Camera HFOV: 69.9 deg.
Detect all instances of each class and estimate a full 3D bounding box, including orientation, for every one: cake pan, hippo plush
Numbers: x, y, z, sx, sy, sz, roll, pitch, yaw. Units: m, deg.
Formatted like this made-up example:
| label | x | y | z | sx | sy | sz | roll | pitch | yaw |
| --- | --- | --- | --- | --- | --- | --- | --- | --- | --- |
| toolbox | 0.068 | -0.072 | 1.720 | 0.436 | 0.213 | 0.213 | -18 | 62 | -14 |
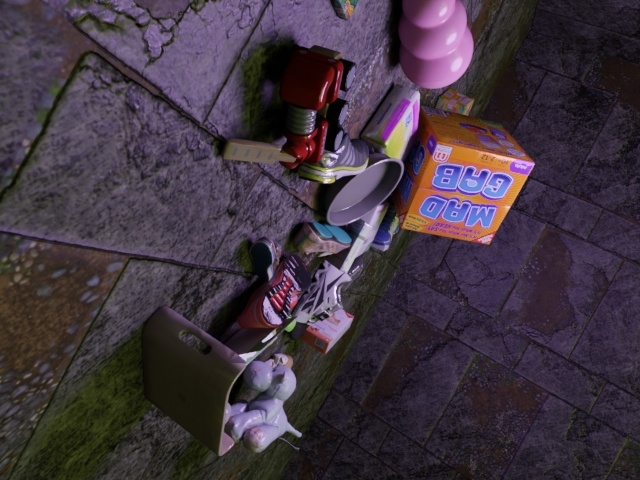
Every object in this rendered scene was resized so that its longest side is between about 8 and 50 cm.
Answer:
| label | x | y | z | sx | sy | sz | roll | pitch | yaw |
| --- | --- | --- | --- | --- | --- | --- | --- | --- | --- |
| cake pan | 0.127 | -0.161 | 1.428 | 0.293 | 0.054 | 0.293 | -31 | 158 | -14 |
| hippo plush | -0.172 | 0.523 | 1.478 | 0.234 | 0.295 | 0.236 | 4 | 104 | -89 |

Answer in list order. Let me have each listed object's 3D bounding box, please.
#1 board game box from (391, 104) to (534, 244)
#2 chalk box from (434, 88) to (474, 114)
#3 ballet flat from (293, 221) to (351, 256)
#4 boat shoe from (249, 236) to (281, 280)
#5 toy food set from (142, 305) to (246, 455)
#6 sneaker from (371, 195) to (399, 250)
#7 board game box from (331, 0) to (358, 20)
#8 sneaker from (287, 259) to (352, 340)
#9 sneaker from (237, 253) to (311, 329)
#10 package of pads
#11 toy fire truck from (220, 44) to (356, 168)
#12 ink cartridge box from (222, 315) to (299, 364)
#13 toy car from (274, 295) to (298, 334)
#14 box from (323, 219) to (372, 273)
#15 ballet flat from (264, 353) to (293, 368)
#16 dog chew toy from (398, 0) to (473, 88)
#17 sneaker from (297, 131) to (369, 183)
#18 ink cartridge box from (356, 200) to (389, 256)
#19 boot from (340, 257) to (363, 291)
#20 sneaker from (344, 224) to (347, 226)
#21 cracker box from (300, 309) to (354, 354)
| label | x | y | z | sx | sy | sz | roll | pitch | yaw |
| --- | --- | --- | --- | --- | --- | --- | --- | --- | --- |
| board game box | 0.501 | -0.254 | 1.741 | 0.356 | 0.357 | 0.356 | -92 | -165 | -54 |
| chalk box | 0.585 | -0.554 | 2.091 | 0.132 | 0.132 | 0.212 | -43 | 155 | -42 |
| ballet flat | 0.000 | 0.000 | 1.441 | 0.106 | 0.107 | 0.316 | -44 | 160 | 14 |
| boat shoe | -0.136 | 0.034 | 1.162 | 0.066 | 0.066 | 0.183 | -56 | 172 | -29 |
| toy food set | -0.259 | 0.297 | 0.960 | 0.092 | 0.220 | 0.305 | -39 | 152 | -47 |
| sneaker | 0.291 | -0.097 | 2.028 | 0.315 | 0.128 | 0.182 | -46 | 154 | -55 |
| board game box | 0.040 | -0.535 | 0.835 | 0.136 | 0.030 | 0.260 | -60 | 162 | 4 |
| sneaker | -0.001 | 0.246 | 1.701 | 0.330 | 0.146 | 0.122 | -60 | 163 | 3 |
| sneaker | -0.135 | 0.140 | 1.285 | 0.136 | 0.115 | 0.314 | -24 | -166 | 30 |
| package of pads | 0.236 | -0.335 | 1.533 | 0.229 | 0.101 | 0.296 | -57 | 161 | -12 |
| toy fire truck | -0.058 | -0.235 | 0.873 | 0.246 | 0.159 | 0.216 | -57 | 165 | -46 |
| ink cartridge box | -0.173 | 0.277 | 1.201 | 0.171 | 0.235 | 0.056 | -36 | 105 | -51 |
| toy car | -0.124 | 0.269 | 1.544 | 0.238 | 0.053 | 0.225 | -58 | 161 | -8 |
| box | 0.092 | 0.007 | 1.614 | 0.038 | 0.145 | 0.186 | 27 | 93 | -28 |
| ballet flat | -0.167 | 0.460 | 1.681 | 0.232 | 0.080 | 0.073 | -28 | 132 | -60 |
| dog chew toy | 0.302 | -0.566 | 1.236 | 0.206 | 0.207 | 0.332 | -59 | 154 | -7 |
| sneaker | 0.053 | -0.235 | 1.193 | 0.300 | 0.111 | 0.121 | -37 | 146 | -55 |
| ink cartridge box | 0.165 | -0.060 | 1.764 | 0.160 | 0.093 | 0.219 | -22 | 137 | -63 |
| boot | 0.104 | 0.131 | 1.945 | 0.189 | 0.076 | 0.208 | -60 | 155 | -9 |
| sneaker | 0.099 | -0.098 | 1.592 | 0.119 | 0.057 | 0.047 | -58 | 160 | -12 |
| cracker box | 0.015 | 0.343 | 1.863 | 0.232 | 0.156 | 0.067 | -34 | 147 | -56 |
